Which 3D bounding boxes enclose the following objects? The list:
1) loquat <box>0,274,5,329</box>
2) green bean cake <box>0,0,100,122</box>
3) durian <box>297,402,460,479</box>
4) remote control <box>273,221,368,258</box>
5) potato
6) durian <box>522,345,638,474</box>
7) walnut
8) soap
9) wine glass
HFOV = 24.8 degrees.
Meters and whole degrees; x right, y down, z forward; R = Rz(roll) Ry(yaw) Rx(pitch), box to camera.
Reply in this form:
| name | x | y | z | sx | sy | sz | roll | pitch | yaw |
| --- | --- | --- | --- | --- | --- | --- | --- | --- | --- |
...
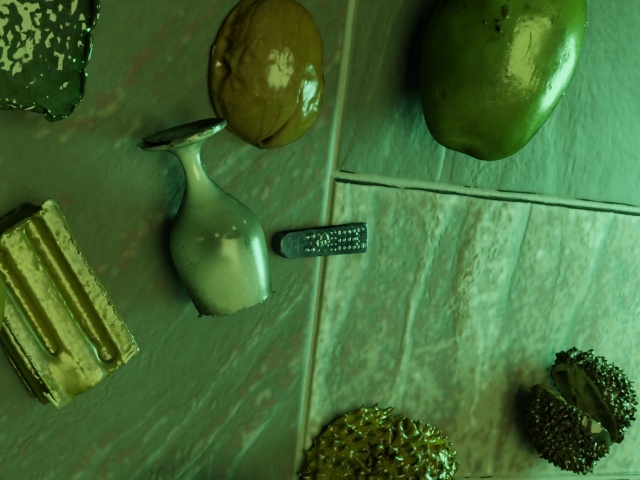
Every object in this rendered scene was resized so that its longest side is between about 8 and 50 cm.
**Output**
| name | x | y | z | sx | sy | sz | roll | pitch | yaw |
| --- | --- | --- | --- | --- | --- | --- | --- | --- | --- |
| loquat | -0.464 | 0.065 | 1.585 | 0.235 | 0.235 | 0.235 | -5 | 99 | -33 |
| green bean cake | -0.373 | -0.274 | 1.662 | 0.241 | 0.132 | 0.255 | 7 | 94 | -34 |
| durian | 0.086 | 0.335 | 2.049 | 0.249 | 0.138 | 0.183 | -32 | 121 | -20 |
| remote control | 0.001 | 0.000 | 2.009 | 0.152 | 0.027 | 0.043 | -4 | 92 | -35 |
| potato | 0.253 | -0.264 | 2.039 | 0.216 | 0.216 | 0.304 | 15 | 97 | -34 |
| durian | 0.403 | 0.268 | 2.249 | 0.196 | 0.167 | 0.196 | -17 | 130 | -22 |
| walnut | -0.056 | -0.224 | 1.906 | 0.167 | 0.087 | 0.211 | 2 | 95 | -30 |
| soap | -0.333 | 0.076 | 1.765 | 0.135 | 0.076 | 0.233 | -37 | 114 | -24 |
| wine glass | -0.142 | -0.029 | 1.852 | 0.126 | 0.126 | 0.241 | -23 | 107 | -29 |
